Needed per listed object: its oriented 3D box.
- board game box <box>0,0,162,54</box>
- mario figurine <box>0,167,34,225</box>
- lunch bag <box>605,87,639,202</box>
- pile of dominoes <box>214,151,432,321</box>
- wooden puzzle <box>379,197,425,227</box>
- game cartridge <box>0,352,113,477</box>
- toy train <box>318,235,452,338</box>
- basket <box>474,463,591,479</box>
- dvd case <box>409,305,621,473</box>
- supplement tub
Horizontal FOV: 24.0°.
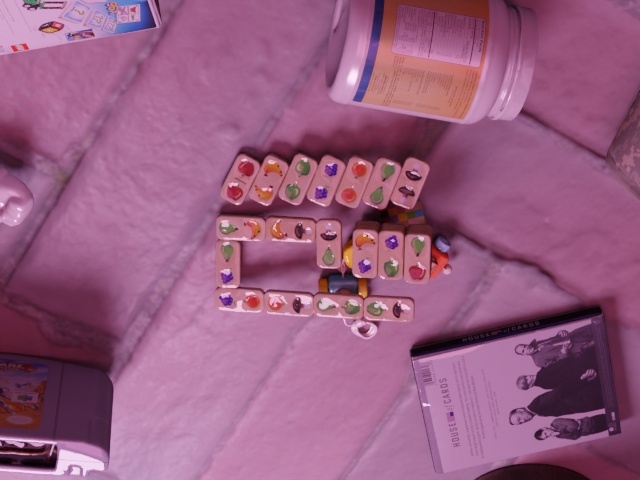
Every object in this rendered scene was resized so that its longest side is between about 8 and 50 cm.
[{"bbox_3d":[-0.271,-0.274,1.455,0.193,0.305,0.053,-10,73,-1],"label":"board game box"},{"bbox_3d":[-0.417,-0.078,1.581,0.198,0.170,0.320,2,113,7],"label":"mario figurine"},{"bbox_3d":[0.450,-0.117,1.598,0.169,0.287,0.235,0,125,-35],"label":"lunch bag"},{"bbox_3d":[0.000,0.000,1.695,0.251,0.040,0.196,3,108,7],"label":"pile of dominoes"},{"bbox_3d":[0.092,-0.037,1.741,0.049,0.006,0.083,-14,117,2],"label":"wooden puzzle"},{"bbox_3d":[-0.385,0.190,1.701,0.297,0.198,0.062,5,116,-9],"label":"game cartridge"},{"bbox_3d":[0.072,0.050,1.754,0.125,0.046,0.166,34,112,-19],"label":"toy train"},{"bbox_3d":[0.279,0.403,1.851,0.204,0.227,0.154,4,116,-7],"label":"basket"},{"bbox_3d":[0.242,0.186,1.852,0.239,0.029,0.179,-12,117,2],"label":"dvd case"},{"bbox_3d":[0.115,-0.201,1.585,0.200,0.144,0.144,9,115,-10],"label":"supplement tub"}]
